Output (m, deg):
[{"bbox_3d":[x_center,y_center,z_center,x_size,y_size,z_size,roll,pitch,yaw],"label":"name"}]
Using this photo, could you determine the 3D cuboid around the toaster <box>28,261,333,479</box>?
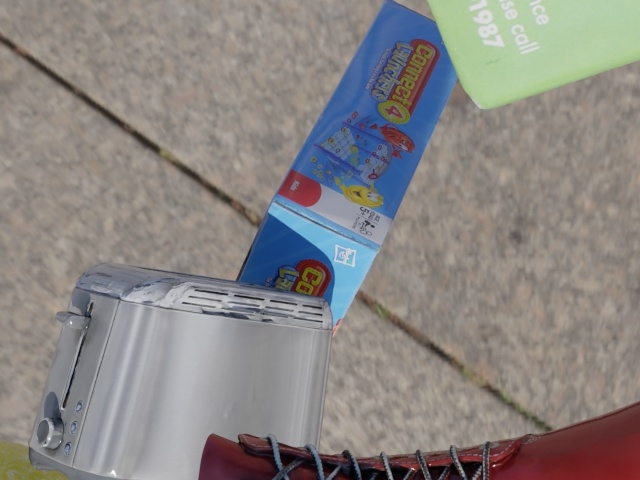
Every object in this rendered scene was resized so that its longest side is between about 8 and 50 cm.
[{"bbox_3d":[-0.081,0.099,1.010,0.129,0.227,0.146,10,90,55],"label":"toaster"}]

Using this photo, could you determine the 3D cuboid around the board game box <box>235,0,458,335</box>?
[{"bbox_3d":[0.000,0.000,1.252,0.086,0.302,0.308,27,42,0],"label":"board game box"}]

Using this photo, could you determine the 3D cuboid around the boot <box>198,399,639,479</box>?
[{"bbox_3d":[0.047,0.113,0.652,0.176,0.244,0.088,30,46,-19],"label":"boot"}]

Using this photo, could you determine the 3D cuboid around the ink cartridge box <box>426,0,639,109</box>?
[{"bbox_3d":[0.167,-0.193,0.353,0.353,0.207,0.119,-17,31,17],"label":"ink cartridge box"}]

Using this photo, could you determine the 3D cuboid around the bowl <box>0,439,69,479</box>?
[{"bbox_3d":[-0.218,0.266,1.129,0.156,0.289,0.289,-30,66,26],"label":"bowl"}]
